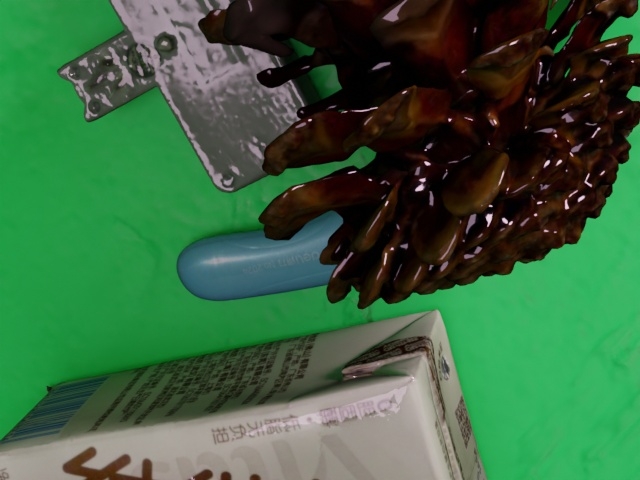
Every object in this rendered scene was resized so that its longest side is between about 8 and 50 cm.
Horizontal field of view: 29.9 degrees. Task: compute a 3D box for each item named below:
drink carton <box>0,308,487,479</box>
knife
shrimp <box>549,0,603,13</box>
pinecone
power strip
[{"bbox_3d":[-0.053,0.184,0.851,0.325,0.132,0.194,-13,107,17],"label":"drink carton"},{"bbox_3d":[0.000,0.000,0.826,0.222,0.031,0.064,-14,109,22],"label":"knife"},{"bbox_3d":[0.225,-0.215,0.675,0.150,0.068,0.248,34,122,-9],"label":"shrimp"},{"bbox_3d":[0.041,-0.106,0.669,0.246,0.246,0.292,-38,78,22],"label":"pinecone"},{"bbox_3d":[-0.103,-0.128,0.789,0.145,0.061,0.215,-26,100,20],"label":"power strip"}]
